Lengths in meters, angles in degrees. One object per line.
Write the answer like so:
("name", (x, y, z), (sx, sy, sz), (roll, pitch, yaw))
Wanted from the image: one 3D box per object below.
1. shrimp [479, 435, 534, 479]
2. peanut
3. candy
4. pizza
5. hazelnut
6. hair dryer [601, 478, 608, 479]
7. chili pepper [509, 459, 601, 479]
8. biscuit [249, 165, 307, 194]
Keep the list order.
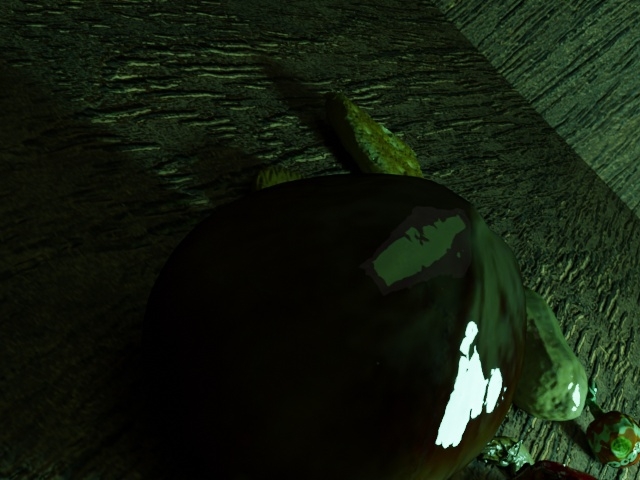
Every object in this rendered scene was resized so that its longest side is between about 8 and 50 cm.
("shrimp", (0.243, 0.298, 1.764), (0.162, 0.045, 0.095), (21, 52, -55))
("peanut", (0.306, 0.168, 1.981), (0.129, 0.129, 0.224), (9, 49, -56))
("candy", (0.426, 0.253, 2.134), (0.084, 0.078, 0.288), (28, 19, -28))
("pizza", (0.105, -0.132, 2.245), (0.292, 0.058, 0.197), (50, 21, 9))
("hazelnut", (0.030, 0.099, 1.334), (0.359, 0.359, 0.409), (50, 40, 12))
("hair dryer", (0.417, 0.425, 1.840), (0.155, 0.044, 0.183), (45, 27, 3))
("chili pepper", (0.351, 0.363, 1.716), (0.144, 0.136, 0.252), (17, 0, 44))
("biscuit", (-0.001, 0.000, 1.849), (0.262, 0.037, 0.262), (37, 23, -18))
